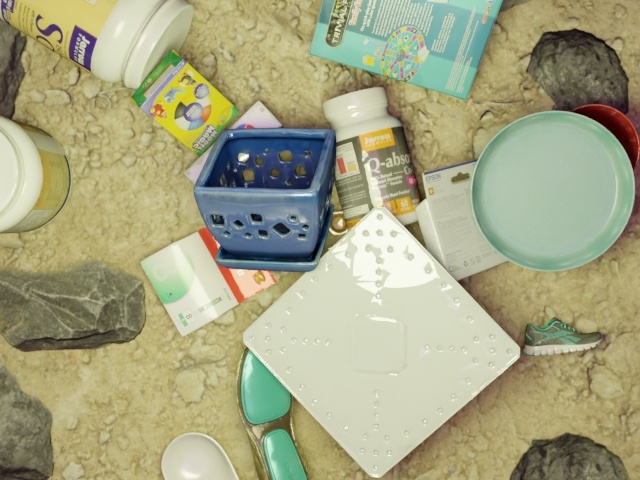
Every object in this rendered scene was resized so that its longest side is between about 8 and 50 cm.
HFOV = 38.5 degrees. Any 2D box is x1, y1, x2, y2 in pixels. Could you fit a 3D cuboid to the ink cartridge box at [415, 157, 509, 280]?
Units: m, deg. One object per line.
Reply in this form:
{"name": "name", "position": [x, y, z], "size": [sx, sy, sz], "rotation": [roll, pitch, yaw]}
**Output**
{"name": "ink cartridge box", "position": [0.288, -0.043, 1.841], "size": [0.223, 0.045, 0.223], "rotation": [-16, 92, -40]}

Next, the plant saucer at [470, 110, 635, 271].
{"name": "plant saucer", "position": [0.455, -0.097, 1.816], "size": [0.318, 0.043, 0.317], "rotation": [1, 99, 4]}

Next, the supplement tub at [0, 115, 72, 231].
{"name": "supplement tub", "position": [-0.627, -0.126, 1.769], "size": [0.229, 0.316, 0.228], "rotation": [0, 91, 0]}

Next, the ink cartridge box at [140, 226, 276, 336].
{"name": "ink cartridge box", "position": [-0.232, 0.068, 1.906], "size": [0.225, 0.056, 0.181], "rotation": [-29, 91, 3]}

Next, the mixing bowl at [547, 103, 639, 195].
{"name": "mixing bowl", "position": [0.544, -0.186, 1.866], "size": [0.182, 0.098, 0.181], "rotation": [0, 99, 3]}

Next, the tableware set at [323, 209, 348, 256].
{"name": "tableware set", "position": [0.000, 0.000, 1.918], "size": [0.141, 0.020, 0.168], "rotation": [2, 92, 0]}

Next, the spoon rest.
{"name": "spoon rest", "position": [-0.201, 0.500, 1.901], "size": [0.276, 0.084, 0.137], "rotation": [30, 91, -1]}

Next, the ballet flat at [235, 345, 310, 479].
{"name": "ballet flat", "position": [-0.108, 0.375, 1.881], "size": [0.123, 0.123, 0.348], "rotation": [-15, 85, 1]}

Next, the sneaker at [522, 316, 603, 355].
{"name": "sneaker", "position": [0.501, 0.195, 1.902], "size": [0.167, 0.065, 0.076], "rotation": [-6, 88, -1]}

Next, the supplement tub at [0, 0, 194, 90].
{"name": "supplement tub", "position": [-0.442, -0.459, 1.797], "size": [0.331, 0.241, 0.241], "rotation": [32, 91, 0]}

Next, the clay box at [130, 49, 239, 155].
{"name": "clay box", "position": [-0.257, -0.262, 1.825], "size": [0.127, 0.222, 0.053], "rotation": [-49, 49, 2]}

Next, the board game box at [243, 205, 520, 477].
{"name": "board game box", "position": [0.113, 0.197, 1.776], "size": [0.390, 0.050, 0.390], "rotation": [-44, 88, 14]}

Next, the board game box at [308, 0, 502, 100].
{"name": "board game box", "position": [0.171, -0.449, 1.819], "size": [0.336, 0.079, 0.253], "rotation": [17, 123, 0]}

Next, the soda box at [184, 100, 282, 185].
{"name": "soda box", "position": [-0.177, -0.186, 1.890], "size": [0.216, 0.069, 0.074], "rotation": [-44, 92, 2]}

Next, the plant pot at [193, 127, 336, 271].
{"name": "plant pot", "position": [-0.091, -0.070, 1.754], "size": [0.236, 0.236, 0.212], "rotation": [2, 127, 11]}

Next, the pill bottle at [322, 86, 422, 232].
{"name": "pill bottle", "position": [0.100, -0.156, 1.843], "size": [0.162, 0.162, 0.278], "rotation": [-15, 92, 1]}
